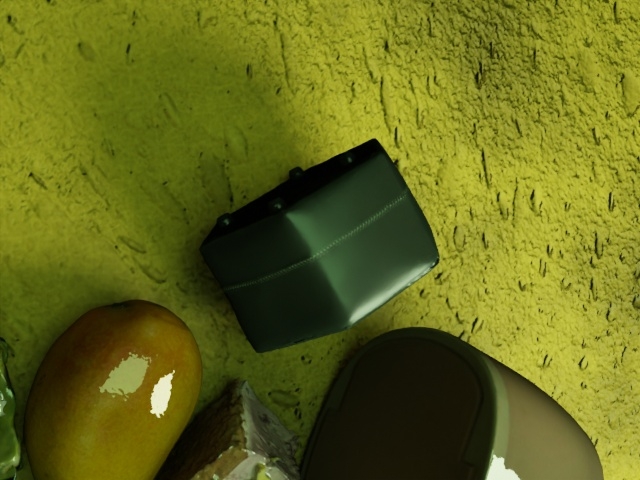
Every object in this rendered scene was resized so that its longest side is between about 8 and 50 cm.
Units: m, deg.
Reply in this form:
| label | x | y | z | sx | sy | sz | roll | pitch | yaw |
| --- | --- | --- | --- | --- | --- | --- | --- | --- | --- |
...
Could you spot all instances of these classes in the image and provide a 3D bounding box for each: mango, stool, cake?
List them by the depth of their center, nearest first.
| label | x | y | z | sx | sy | sz | roll | pitch | yaw |
| --- | --- | --- | --- | --- | --- | --- | --- | --- | --- |
| mango | -0.202 | 0.161 | 0.786 | 0.151 | 0.120 | 0.221 | 31 | 83 | -23 |
| cake | -0.132 | 0.289 | 0.827 | 0.116 | 0.113 | 0.295 | 41 | 84 | -18 |
| stool | 0.000 | 0.000 | 0.839 | 0.232 | 0.232 | 0.141 | -33 | 101 | -23 |

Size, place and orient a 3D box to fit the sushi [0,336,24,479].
| label | x | y | z | sx | sy | sz | roll | pitch | yaw |
| --- | --- | --- | --- | --- | --- | --- | --- | --- | --- |
| sushi | -0.334 | 0.094 | 0.717 | 0.139 | 0.131 | 0.291 | -20 | 96 | -14 |

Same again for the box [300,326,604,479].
| label | x | y | z | sx | sy | sz | roll | pitch | yaw |
| --- | --- | --- | --- | --- | --- | --- | --- | --- | --- |
| box | 0.142 | 0.258 | 0.873 | 0.216 | 0.301 | 0.301 | 25 | 78 | -31 |
